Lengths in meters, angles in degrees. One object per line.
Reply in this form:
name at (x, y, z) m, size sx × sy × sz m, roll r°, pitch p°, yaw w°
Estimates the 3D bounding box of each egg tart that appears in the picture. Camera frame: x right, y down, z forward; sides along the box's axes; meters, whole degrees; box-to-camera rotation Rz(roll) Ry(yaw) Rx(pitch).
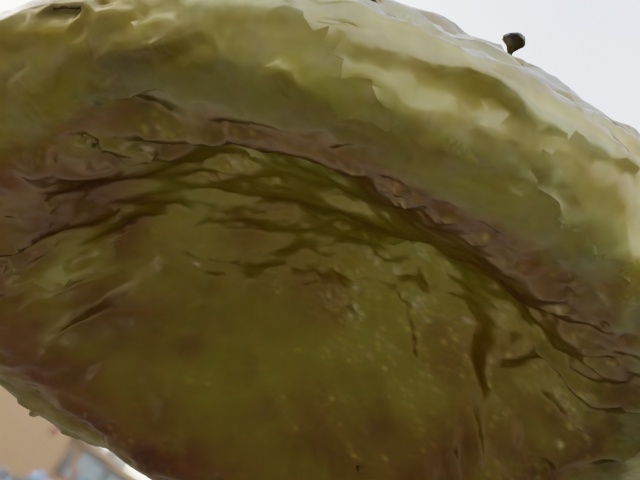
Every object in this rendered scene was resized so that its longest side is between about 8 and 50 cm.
egg tart at (0.000, 0.000, 0.579) m, size 0.319 × 0.128 × 0.319 m, roll 9°, pitch -37°, yaw 7°
